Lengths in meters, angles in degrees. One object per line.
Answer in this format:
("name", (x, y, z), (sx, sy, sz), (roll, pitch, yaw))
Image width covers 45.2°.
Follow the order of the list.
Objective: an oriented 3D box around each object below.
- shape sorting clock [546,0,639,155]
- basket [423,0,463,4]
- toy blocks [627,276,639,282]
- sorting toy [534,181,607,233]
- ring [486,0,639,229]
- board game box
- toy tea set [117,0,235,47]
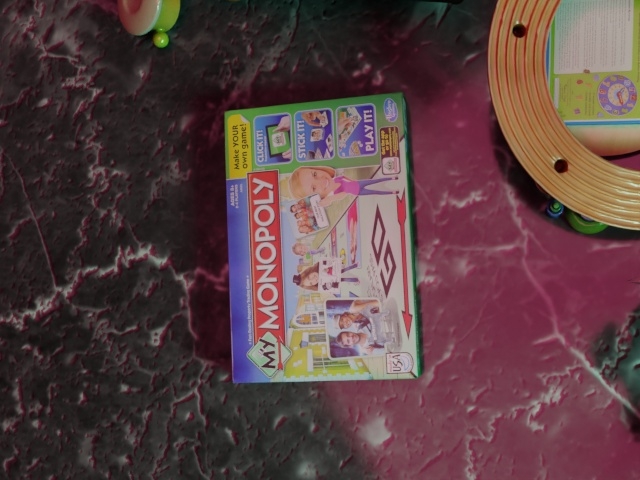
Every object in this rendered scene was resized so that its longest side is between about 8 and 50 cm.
("shape sorting clock", (0.309, -0.194, 0.828), (0.206, 0.040, 0.206), (1, 92, 21))
("basket", (0.027, -0.337, 0.810), (0.226, 0.154, 0.205), (-9, 74, -9))
("toy blocks", (0.431, 0.085, 0.666), (0.288, 0.309, 0.260), (-16, 40, 24))
("sorting toy", (0.268, -0.049, 0.825), (0.061, 0.042, 0.102), (-43, 78, 6))
("ring", (0.328, -0.179, 0.771), (0.336, 0.032, 0.337), (0, 93, -3))
("board game box", (0.000, 0.000, 0.882), (0.213, 0.046, 0.318), (-4, 84, 12))
("toy tea set", (-0.167, -0.415, 0.941), (0.200, 0.124, 0.336), (-13, 85, 41))
